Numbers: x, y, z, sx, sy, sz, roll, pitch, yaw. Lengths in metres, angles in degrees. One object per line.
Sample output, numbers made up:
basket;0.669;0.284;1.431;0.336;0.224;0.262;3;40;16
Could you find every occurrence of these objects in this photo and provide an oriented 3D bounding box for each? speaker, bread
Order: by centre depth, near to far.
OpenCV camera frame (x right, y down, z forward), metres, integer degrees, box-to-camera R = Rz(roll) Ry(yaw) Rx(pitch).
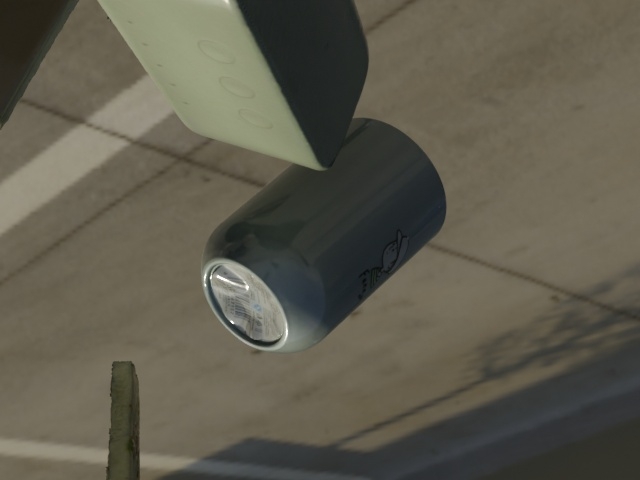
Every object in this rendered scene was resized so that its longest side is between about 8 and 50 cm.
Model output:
bread;-0.186;0.193;1.113;0.028;0.153;0.068;-3;147;-3
speaker;-0.089;-0.239;1.216;0.184;0.183;0.406;13;160;19

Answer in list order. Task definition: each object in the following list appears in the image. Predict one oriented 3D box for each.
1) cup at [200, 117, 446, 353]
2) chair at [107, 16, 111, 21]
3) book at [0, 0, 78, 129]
cup;0.000;0.000;1.541;0.312;0.205;0.205;-42;175;-36
chair;-0.186;-0.363;1.566;0.084;0.101;0.212;36;125;-19
book;-0.187;-0.152;0.488;0.199;0.138;0.016;29;169;-5
